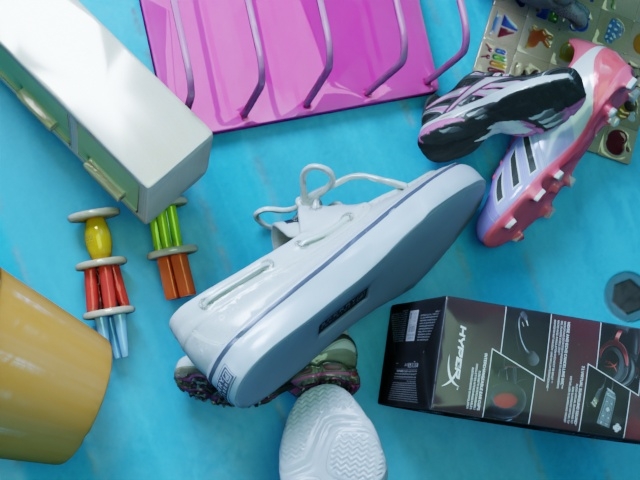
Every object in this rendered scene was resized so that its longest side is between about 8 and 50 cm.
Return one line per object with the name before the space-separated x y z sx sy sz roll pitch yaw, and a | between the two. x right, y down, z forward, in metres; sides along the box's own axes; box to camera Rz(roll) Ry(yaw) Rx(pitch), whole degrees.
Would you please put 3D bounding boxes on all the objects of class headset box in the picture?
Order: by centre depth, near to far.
headset box | 0.226 0.132 1.320 0.293 0.218 0.110 10 83 -10

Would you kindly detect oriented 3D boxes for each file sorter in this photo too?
file sorter | -0.021 -0.236 1.330 0.291 0.182 0.202 -12 86 -12

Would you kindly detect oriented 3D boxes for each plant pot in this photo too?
plant pot | -0.304 0.118 1.240 0.188 0.205 0.205 25 79 -23

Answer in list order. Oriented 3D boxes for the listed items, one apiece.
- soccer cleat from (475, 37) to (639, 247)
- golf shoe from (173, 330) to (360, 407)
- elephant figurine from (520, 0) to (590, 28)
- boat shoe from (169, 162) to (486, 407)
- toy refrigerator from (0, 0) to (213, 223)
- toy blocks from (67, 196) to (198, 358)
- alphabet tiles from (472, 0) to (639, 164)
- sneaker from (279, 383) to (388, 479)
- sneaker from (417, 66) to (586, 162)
soccer cleat | 0.234 -0.102 1.422 0.095 0.083 0.248 38 89 24
golf shoe | -0.055 0.120 1.351 0.186 0.067 0.086 0 58 -12
elephant figurine | 0.190 -0.362 1.410 0.169 0.186 0.239 -6 42 -40
boat shoe | -0.002 0.006 1.337 0.367 0.135 0.156 -38 66 -25
toy refrigerator | -0.232 -0.147 1.291 0.269 0.102 0.094 44 70 7
toy blocks | -0.179 0.038 1.334 0.123 0.054 0.148 -9 86 -11
alphabet tiles | 0.279 -0.224 1.477 0.198 0.009 0.237 19 80 -8
sneaker | 0.031 0.281 1.311 0.101 0.153 0.268 -16 69 2
sneaker | 0.180 -0.149 1.388 0.178 0.072 0.077 -15 50 15
